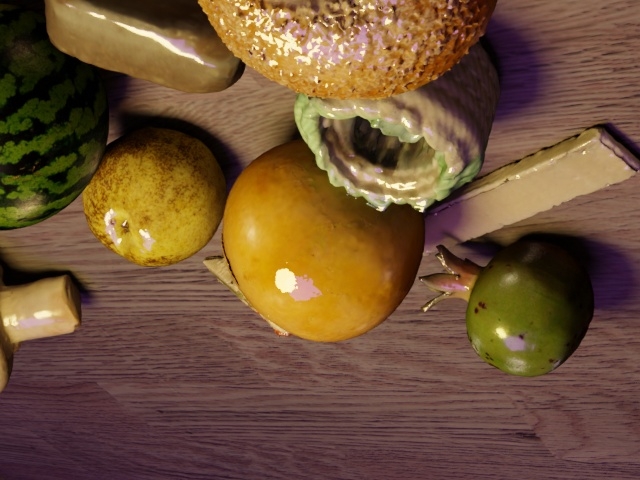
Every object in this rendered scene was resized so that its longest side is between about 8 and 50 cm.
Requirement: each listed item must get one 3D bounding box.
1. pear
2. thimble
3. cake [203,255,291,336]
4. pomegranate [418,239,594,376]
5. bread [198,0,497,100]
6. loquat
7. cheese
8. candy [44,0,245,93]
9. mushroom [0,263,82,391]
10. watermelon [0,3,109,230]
[{"bbox_3d":[-0.228,-0.051,1.470,0.197,0.197,0.197,15,149,9],"label":"pear"},{"bbox_3d":[0.081,-0.144,1.171,0.219,0.150,0.219,15,150,9],"label":"thimble"},{"bbox_3d":[-0.085,0.054,1.693,0.086,0.117,0.220,48,172,-34],"label":"cake"},{"bbox_3d":[0.242,0.076,1.411,0.224,0.181,0.181,24,151,14],"label":"pomegranate"},{"bbox_3d":[0.014,-0.256,0.961,0.305,0.159,0.306,6,124,9],"label":"bread"},{"bbox_3d":[0.000,0.000,1.343,0.263,0.263,0.263,15,149,9],"label":"loquat"},{"bbox_3d":[0.219,-0.049,1.352,0.085,0.034,0.400,36,146,-24],"label":"cheese"},{"bbox_3d":[-0.195,-0.244,1.224,0.233,0.102,0.104,20,149,3],"label":"candy"},{"bbox_3d":[-0.583,0.146,1.972,0.289,0.293,0.292,-8,150,-9],"label":"mushroom"},{"bbox_3d":[-0.407,-0.153,1.335,0.285,0.285,0.285,15,149,9],"label":"watermelon"}]
